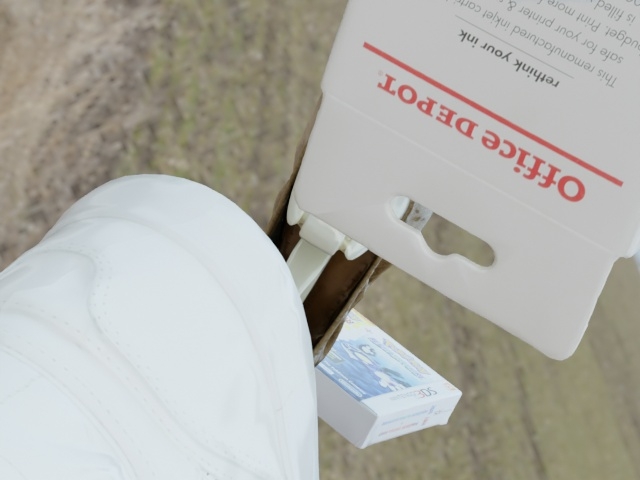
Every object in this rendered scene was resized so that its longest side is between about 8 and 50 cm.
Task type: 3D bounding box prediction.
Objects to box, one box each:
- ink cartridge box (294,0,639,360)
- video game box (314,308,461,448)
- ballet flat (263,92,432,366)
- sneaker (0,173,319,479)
[{"bbox_3d":[0.137,-0.136,0.932,0.207,0.353,0.119,31,30,19],"label":"ink cartridge box"},{"bbox_3d":[0.018,0.120,1.721,0.205,0.048,0.187,37,17,23],"label":"video game box"},{"bbox_3d":[0.000,0.000,1.277,0.116,0.342,0.124,34,37,2],"label":"ballet flat"},{"bbox_3d":[-0.058,0.150,0.417,0.169,0.108,0.292,-43,126,-54],"label":"sneaker"}]
